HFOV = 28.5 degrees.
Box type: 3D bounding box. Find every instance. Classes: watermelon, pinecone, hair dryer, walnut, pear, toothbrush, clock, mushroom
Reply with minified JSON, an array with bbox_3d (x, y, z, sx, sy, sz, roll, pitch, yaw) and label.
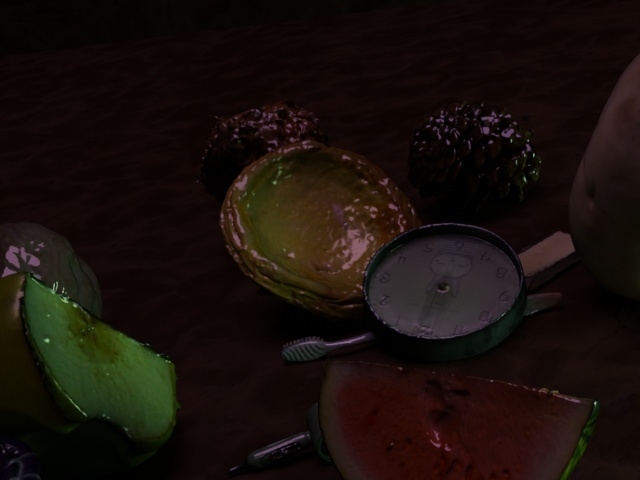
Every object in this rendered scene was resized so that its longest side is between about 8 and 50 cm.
[{"bbox_3d":[0.148,0.212,1.273,0.303,0.159,0.128,4,-3,35],"label":"watermelon"},{"bbox_3d":[0.240,-0.135,1.994,0.205,0.179,0.184,4,19,-40],"label":"pinecone"},{"bbox_3d":[-0.037,0.236,1.429,0.150,0.047,0.071,-24,21,-1],"label":"hair dryer"},{"bbox_3d":[-0.411,0.079,1.761,0.224,0.224,0.224,-10,22,4],"label":"walnut"},{"bbox_3d":[-0.331,0.188,1.445,0.292,0.292,0.159,-8,54,10],"label":"pear"},{"bbox_3d":[0.131,0.111,1.644,0.375,0.028,0.037,-11,15,3],"label":"toothbrush"},{"bbox_3d":[0.159,0.062,1.631,0.215,0.042,0.215,-6,44,6],"label":"clock"},{"bbox_3d":[0.456,-0.073,1.549,0.353,0.353,0.325,11,3,44],"label":"mushroom"}]

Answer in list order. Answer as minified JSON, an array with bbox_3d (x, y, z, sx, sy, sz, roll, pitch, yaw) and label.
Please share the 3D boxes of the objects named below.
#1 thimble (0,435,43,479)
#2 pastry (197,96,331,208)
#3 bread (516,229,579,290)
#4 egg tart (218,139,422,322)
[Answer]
[{"bbox_3d":[-0.377,0.305,1.283,0.237,0.150,0.237,-8,22,3],"label":"thimble"},{"bbox_3d":[-0.062,-0.110,1.967,0.275,0.275,0.193,7,45,39],"label":"pastry"},{"bbox_3d":[0.311,0.027,1.753,0.154,0.028,0.068,-28,27,-36],"label":"bread"},{"bbox_3d":[0.000,0.000,1.771,0.294,0.123,0.294,7,58,-12],"label":"egg tart"}]
